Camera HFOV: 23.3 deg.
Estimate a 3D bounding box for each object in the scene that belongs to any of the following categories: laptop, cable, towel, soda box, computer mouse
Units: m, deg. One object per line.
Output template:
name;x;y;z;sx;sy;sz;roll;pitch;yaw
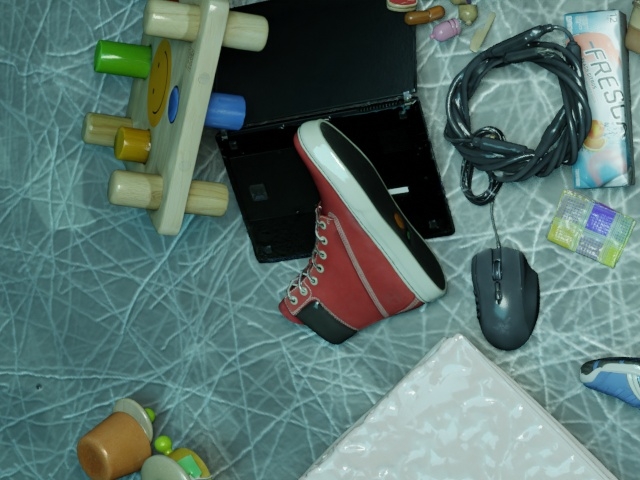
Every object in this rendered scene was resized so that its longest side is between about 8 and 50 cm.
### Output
laptop;0.015;-0.132;1.723;0.234;0.136;0.264;-9;117;19
cable;0.204;-0.134;1.613;0.184;0.047;0.150;-21;84;41
towel;0.141;0.310;1.658;0.332;0.053;0.317;-44;91;12
soda box;0.289;-0.145;1.606;0.058;0.063;0.183;-3;93;19
towel;0.284;-0.013;1.645;0.083;0.009;0.060;26;100;15
computer mouse;0.188;-0.002;1.661;0.071;0.041;0.242;-9;90;19

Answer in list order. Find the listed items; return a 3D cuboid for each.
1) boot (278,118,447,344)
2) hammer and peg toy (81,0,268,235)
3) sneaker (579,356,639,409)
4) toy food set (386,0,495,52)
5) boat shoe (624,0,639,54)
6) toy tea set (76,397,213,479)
boot;0.000;0.000;1.664;0.176;0.088;0.244;-27;113;20
hammer and peg toy;-0.147;-0.212;1.614;0.127;0.266;0.361;7;112;-20
sneaker;0.366;0.169;1.595;0.211;0.080;0.081;14;95;18
toy food set;0.122;-0.248;1.653;0.122;0.019;0.078;24;65;7
boat shoe;0.450;-0.166;1.534;0.324;0.123;0.116;32;110;19
toy tea set;-0.135;0.321;1.771;0.200;0.124;0.336;-30;87;47
